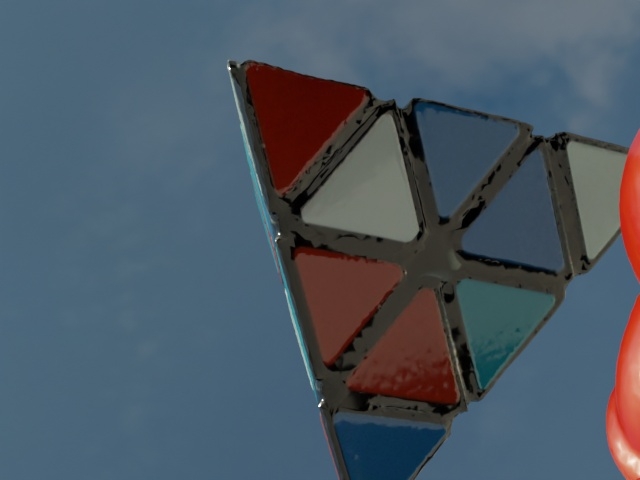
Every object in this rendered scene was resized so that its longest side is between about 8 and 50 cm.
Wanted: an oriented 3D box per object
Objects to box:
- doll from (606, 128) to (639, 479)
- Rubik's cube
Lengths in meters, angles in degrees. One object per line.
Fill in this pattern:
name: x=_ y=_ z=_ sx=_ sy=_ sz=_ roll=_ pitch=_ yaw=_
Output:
doll: x=0.208 y=-0.020 z=0.623 sx=0.363 sy=0.160 sz=0.182 roll=-56 pitch=-46 yaw=-23
Rubik's cube: x=0.000 y=0.000 z=0.856 sx=0.234 sy=0.284 sz=0.250 roll=50 pitch=-129 yaw=-46
